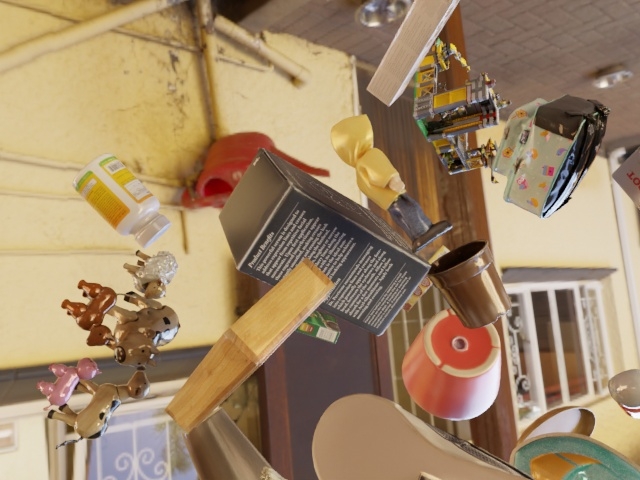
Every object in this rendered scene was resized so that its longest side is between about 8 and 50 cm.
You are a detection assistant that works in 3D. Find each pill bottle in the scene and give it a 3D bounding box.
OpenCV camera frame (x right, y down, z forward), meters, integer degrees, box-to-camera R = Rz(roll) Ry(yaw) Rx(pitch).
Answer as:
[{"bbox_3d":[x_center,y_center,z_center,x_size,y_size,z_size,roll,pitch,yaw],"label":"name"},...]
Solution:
[{"bbox_3d":[-0.517,-0.099,1.490,0.136,0.245,0.136,-44,-175,4],"label":"pill bottle"}]

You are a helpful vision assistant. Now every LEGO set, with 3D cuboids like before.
[{"bbox_3d":[0.354,-0.310,1.313,0.192,0.254,0.331,-10,137,29],"label":"LEGO set"}]

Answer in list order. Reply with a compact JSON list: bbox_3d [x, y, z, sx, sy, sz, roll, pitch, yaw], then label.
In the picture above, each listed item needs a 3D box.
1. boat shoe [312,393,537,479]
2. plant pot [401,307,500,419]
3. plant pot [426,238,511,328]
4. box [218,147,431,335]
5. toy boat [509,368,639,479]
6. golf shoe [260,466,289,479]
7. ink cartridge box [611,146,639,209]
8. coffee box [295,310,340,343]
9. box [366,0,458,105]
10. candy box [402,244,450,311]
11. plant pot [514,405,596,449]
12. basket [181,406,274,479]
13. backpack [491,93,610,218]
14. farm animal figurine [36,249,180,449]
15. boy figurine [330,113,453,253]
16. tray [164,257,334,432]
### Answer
[{"bbox_3d":[0.136,0.271,0.575,0.158,0.127,0.341,41,164,-29],"label":"boat shoe"},{"bbox_3d":[0.365,0.321,1.528,0.275,0.274,0.243,-5,147,1],"label":"plant pot"},{"bbox_3d":[0.357,0.110,1.340,0.167,0.165,0.167,-29,-174,3],"label":"plant pot"},{"bbox_3d":[0.000,0.000,1.304,0.396,0.212,0.293,29,-168,-26],"label":"box"},{"bbox_3d":[0.465,0.366,0.936,0.268,0.318,0.148,21,164,40],"label":"toy boat"},{"bbox_3d":[-0.060,0.449,0.982,0.086,0.069,0.176,11,178,-18],"label":"golf shoe"},{"bbox_3d":[0.666,-0.129,0.887,0.197,0.198,0.270,-9,147,-29],"label":"ink cartridge box"},{"bbox_3d":[-0.043,0.215,1.529,0.184,0.040,0.113,20,-169,-9],"label":"coffee box"},{"bbox_3d":[0.184,-0.393,1.081,0.063,0.067,0.324,-49,175,-32],"label":"box"},{"bbox_3d":[0.287,0.106,1.553,0.186,0.053,0.109,-48,168,-11],"label":"candy box"},{"bbox_3d":[0.575,0.492,1.402,0.237,0.236,0.032,-2,-149,-21],"label":"plant pot"},{"bbox_3d":[-0.263,0.583,1.521,0.154,0.226,0.204,-37,174,42],"label":"basket"},{"bbox_3d":[0.371,-0.138,0.934,0.144,0.188,0.166,23,-145,30],"label":"backpack"},{"bbox_3d":[-0.390,0.219,1.142,0.172,0.330,0.327,22,-152,9],"label":"farm animal figurine"},{"bbox_3d":[0.124,-0.109,1.059,0.092,0.285,0.177,-35,170,0],"label":"boy figurine"},{"bbox_3d":[-0.140,0.204,1.013,0.203,0.076,0.411,-43,174,-40],"label":"tray"}]
